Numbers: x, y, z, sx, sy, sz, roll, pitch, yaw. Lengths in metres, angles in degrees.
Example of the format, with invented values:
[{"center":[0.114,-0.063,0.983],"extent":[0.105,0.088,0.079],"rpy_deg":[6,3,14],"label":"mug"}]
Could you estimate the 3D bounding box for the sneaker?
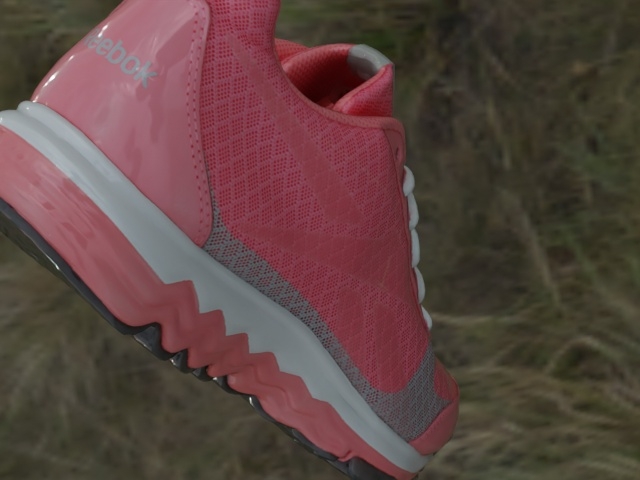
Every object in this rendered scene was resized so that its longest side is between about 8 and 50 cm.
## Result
[{"center":[0.000,0.000,0.720],"extent":[0.116,0.314,0.136],"rpy_deg":[36,87,32],"label":"sneaker"}]
